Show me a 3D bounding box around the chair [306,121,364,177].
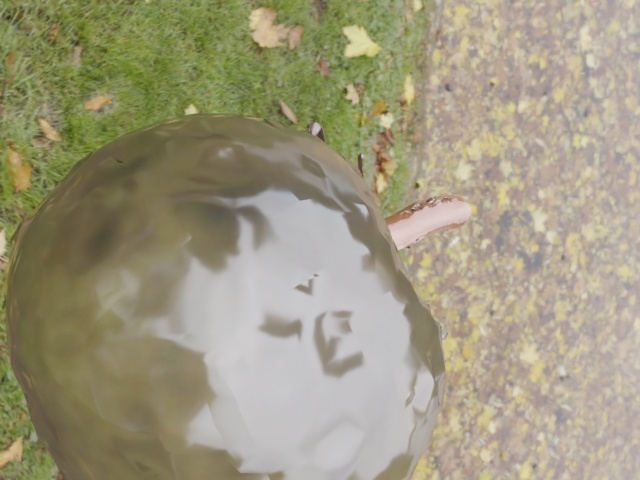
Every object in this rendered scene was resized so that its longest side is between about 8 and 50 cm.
[{"bbox_3d":[0.000,0.000,0.958,0.176,0.326,0.183,28,123,-32],"label":"chair"}]

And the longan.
[{"bbox_3d":[-0.072,0.095,0.616,0.404,0.436,0.404,5,68,-12],"label":"longan"}]

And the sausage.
[{"bbox_3d":[0.144,-0.021,1.137,0.304,0.078,0.078,-20,108,-27],"label":"sausage"}]
